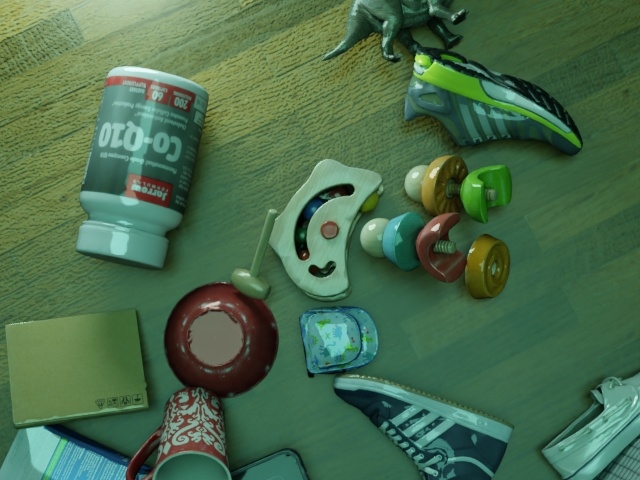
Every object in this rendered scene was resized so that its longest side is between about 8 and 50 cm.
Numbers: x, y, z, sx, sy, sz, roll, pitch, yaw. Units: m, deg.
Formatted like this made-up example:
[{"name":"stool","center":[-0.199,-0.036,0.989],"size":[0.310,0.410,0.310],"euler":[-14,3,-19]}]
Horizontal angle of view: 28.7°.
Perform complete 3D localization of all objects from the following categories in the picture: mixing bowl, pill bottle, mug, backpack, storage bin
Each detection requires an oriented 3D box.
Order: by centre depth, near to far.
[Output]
[{"name":"mug","center":[-0.205,0.298,1.838],"size":[0.150,0.169,0.113],"euler":[7,120,-8]},{"name":"storage bin","center":[-0.098,0.398,1.881],"size":[0.180,0.084,0.122],"euler":[-23,83,-3]},{"name":"pill bottle","center":[-0.275,-0.107,1.903],"size":[0.161,0.161,0.283],"euler":[11,83,2]},{"name":"mixing bowl","center":[-0.155,0.149,1.904],"size":[0.181,0.098,0.181],"euler":[0,83,0]},{"name":"backpack","center":[0.030,0.151,1.909],"size":[0.114,0.084,0.105],"euler":[-8,86,-3]}]

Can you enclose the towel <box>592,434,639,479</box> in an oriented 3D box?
[{"name":"towel","center":[0.450,0.414,1.800],"size":[0.121,0.235,0.284],"euler":[38,85,-1]}]

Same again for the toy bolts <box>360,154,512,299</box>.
[{"name":"toy bolts","center":[0.170,-0.003,1.892],"size":[0.158,0.228,0.218],"euler":[9,116,35]}]

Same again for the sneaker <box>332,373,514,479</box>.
[{"name":"sneaker","center":[0.137,0.304,1.882],"size":[0.282,0.099,0.153],"euler":[18,82,0]}]

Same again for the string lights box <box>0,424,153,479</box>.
[{"name":"string lights box","center":[-0.349,0.376,1.890],"size":[0.259,0.077,0.133],"euler":[24,85,3]}]

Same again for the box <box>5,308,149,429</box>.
[{"name":"box","center":[-0.370,0.192,1.900],"size":[0.201,0.021,0.164],"euler":[-7,65,-10]}]

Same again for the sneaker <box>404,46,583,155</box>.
[{"name":"sneaker","center":[0.266,-0.195,1.946],"size":[0.300,0.111,0.121],"euler":[23,116,-5]}]

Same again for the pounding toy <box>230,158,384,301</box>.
[{"name":"pounding toy","center":[0.000,0.000,1.890],"size":[0.154,0.155,0.269],"euler":[36,85,9]}]

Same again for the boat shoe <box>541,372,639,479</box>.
[{"name":"boat shoe","center":[0.446,0.251,1.891],"size":[0.088,0.096,0.267],"euler":[44,94,1]}]

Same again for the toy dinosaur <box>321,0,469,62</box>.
[{"name":"toy dinosaur","center":[0.131,-0.367,1.969],"size":[0.313,0.121,0.160],"euler":[-31,72,2]}]
